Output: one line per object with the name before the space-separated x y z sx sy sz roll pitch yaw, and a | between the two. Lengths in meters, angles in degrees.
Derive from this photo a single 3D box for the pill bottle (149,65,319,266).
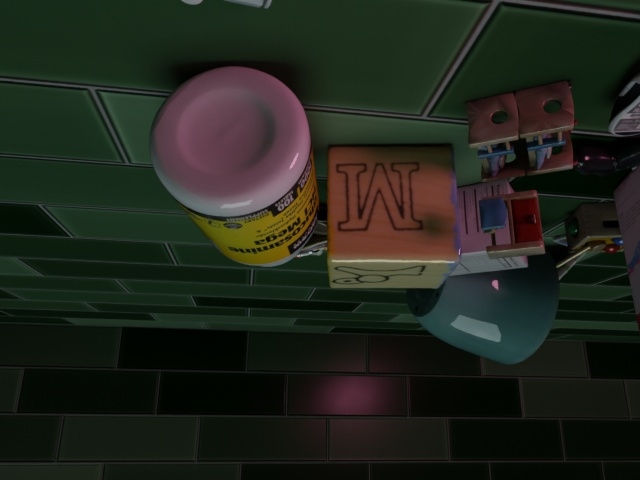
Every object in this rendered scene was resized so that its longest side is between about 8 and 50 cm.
pill bottle | -0.097 -0.072 0.724 0.187 0.188 0.334 0 162 3

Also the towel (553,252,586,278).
towel | 0.536 0.162 1.319 0.325 0.038 0.248 -42 169 -13

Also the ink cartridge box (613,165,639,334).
ink cartridge box | 0.629 0.025 0.806 0.226 0.306 0.131 -2 161 9

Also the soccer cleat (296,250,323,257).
soccer cleat | -0.035 0.026 1.287 0.083 0.029 0.036 -1 153 -6

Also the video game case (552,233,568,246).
video game case | 0.621 -0.009 1.178 0.087 0.011 0.122 13 158 -36

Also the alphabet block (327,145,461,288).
alphabet block | 0.110 -0.031 0.839 0.197 0.193 0.192 0 160 2

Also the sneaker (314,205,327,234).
sneaker | -0.051 -0.054 1.010 0.188 0.066 0.071 0 146 -15

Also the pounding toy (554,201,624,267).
pounding toy | 0.562 -0.008 1.038 0.141 0.100 0.130 -2 161 7

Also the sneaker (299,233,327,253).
sneaker | 0.000 0.000 1.135 0.185 0.070 0.084 -10 154 33

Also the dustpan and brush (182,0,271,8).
dustpan and brush | -0.100 -0.246 0.393 0.147 0.060 0.211 5 162 -13

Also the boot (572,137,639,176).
boot | 0.449 -0.130 0.757 0.121 0.045 0.099 5 165 -35

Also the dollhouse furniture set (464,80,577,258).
dollhouse furniture set | 0.275 -0.086 0.673 0.129 0.184 0.129 -8 160 24

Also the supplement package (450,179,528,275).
supplement package | 0.257 -0.012 0.980 0.244 0.134 0.139 -10 158 29

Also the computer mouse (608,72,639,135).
computer mouse | 0.395 -0.191 0.584 0.106 0.042 0.193 -3 157 -4

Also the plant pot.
plant pot | 0.339 0.110 1.148 0.235 0.293 0.293 16 159 -14
